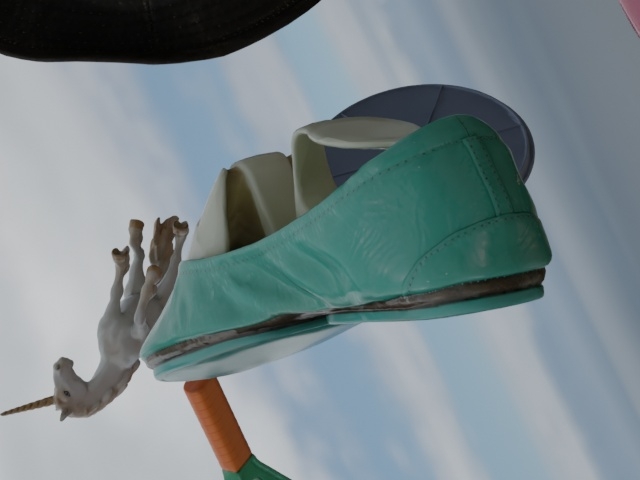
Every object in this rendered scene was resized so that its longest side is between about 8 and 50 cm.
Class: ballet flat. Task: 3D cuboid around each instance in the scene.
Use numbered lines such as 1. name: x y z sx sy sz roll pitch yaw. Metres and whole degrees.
1. ballet flat: 0.000 0.000 0.757 0.247 0.083 0.087 -19 81 56

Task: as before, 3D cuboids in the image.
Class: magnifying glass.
1. magnifying glass: -0.058 0.195 1.547 0.026 0.092 0.231 8 135 38

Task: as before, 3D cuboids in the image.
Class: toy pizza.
1. toy pizza: 0.085 -0.064 1.651 0.201 0.201 0.032 -110 6 -49

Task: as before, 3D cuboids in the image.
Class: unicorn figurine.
1. unicorn figurine: -0.127 0.051 1.243 0.060 0.111 0.162 25 -151 22

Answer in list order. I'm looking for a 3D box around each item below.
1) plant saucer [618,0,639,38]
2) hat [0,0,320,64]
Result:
1. plant saucer: 0.276 -0.183 0.819 0.332 0.332 0.084 65 -169 13
2. hat: -0.127 -0.264 1.167 0.134 0.331 0.331 60 -176 -81
